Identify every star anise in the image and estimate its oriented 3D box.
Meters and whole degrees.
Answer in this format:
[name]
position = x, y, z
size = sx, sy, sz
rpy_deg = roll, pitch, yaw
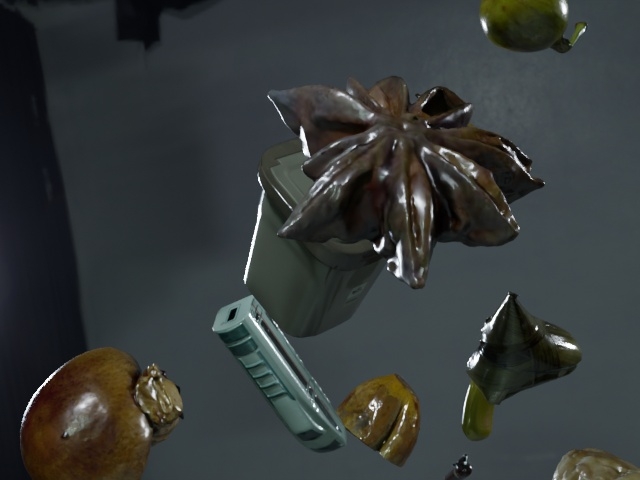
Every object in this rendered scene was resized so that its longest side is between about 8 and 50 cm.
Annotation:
[star anise]
position = 0.070, -0.076, 0.786
size = 0.316, 0.315, 0.108
rpy_deg = -10, -39, -14

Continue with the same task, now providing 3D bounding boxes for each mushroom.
[mushroom]
position = -0.373, 0.308, 1.293
size = 0.283, 0.195, 0.263
rpy_deg = -28, 49, -9

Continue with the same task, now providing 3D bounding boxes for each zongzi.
[zongzi]
position = 0.382, 0.158, 1.351
size = 0.221, 0.242, 0.112
rpy_deg = -12, 39, -26

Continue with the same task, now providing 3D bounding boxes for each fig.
[fig]
position = 0.357, -0.374, 1.307
size = 0.142, 0.186, 0.147
rpy_deg = -24, 32, 30

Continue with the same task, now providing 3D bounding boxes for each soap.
[soap]
position = 0.324, 0.337, 1.554
size = 0.045, 0.140, 0.089
rpy_deg = 8, -7, 42

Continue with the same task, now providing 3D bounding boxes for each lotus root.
[lotus root]
position = 0.166, 0.426, 1.868
size = 0.199, 0.180, 0.188
rpy_deg = 41, 0, 33

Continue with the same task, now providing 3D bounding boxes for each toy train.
[toy train]
position = -0.061, 0.288, 1.471
size = 0.087, 0.407, 0.088
rpy_deg = -25, 25, 16

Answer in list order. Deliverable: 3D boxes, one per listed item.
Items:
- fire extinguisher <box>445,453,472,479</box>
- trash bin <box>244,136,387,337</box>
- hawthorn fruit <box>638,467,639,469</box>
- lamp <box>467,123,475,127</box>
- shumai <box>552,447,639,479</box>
[fire extinguisher]
position = 0.271, 0.439, 1.474
size = 0.049, 0.035, 0.173
rpy_deg = -38, -19, -16
[trash bin]
position = 0.000, 0.000, 1.192
size = 0.220, 0.219, 0.250
rpy_deg = -20, -33, -36
[hawthorn fruit]
position = 0.679, 0.564, 1.551
size = 0.179, 0.179, 0.200
rpy_deg = -12, 43, -43
[lamp]
position = 0.230, -0.154, 1.481
size = 0.185, 0.161, 0.161
rpy_deg = -5, -1, -39
[shumai]
position = 0.314, 0.284, 0.725
size = 0.162, 0.209, 0.153
rpy_deg = -3, -33, -22
